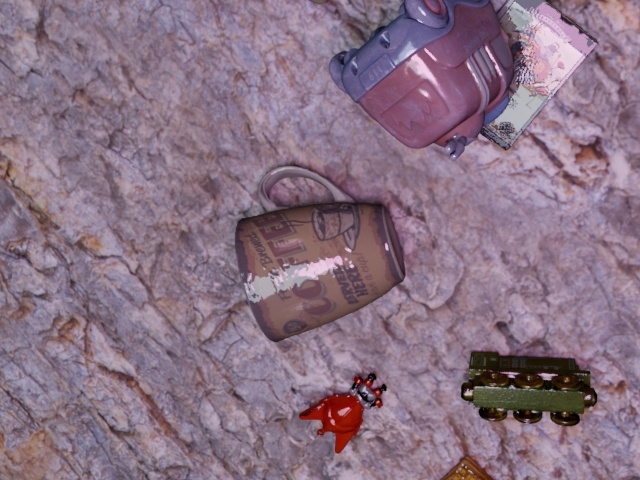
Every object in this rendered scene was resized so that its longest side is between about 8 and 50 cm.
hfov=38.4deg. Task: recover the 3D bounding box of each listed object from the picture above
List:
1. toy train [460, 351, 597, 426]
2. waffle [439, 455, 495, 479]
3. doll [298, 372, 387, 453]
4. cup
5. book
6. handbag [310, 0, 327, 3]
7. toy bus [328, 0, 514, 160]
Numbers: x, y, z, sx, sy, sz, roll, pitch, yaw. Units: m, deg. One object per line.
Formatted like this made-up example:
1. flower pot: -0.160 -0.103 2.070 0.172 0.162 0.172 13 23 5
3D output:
1. toy train: 0.358 0.252 1.588 0.226 0.137 0.090 2 109 12
2. waffle: 0.295 0.485 1.728 0.148 0.042 0.102 40 115 2
3. doll: 0.051 0.320 1.740 0.109 0.057 0.169 45 114 -4
4. cup: 0.000 0.000 1.602 0.257 0.227 0.301 -16 72 8
5. book: 0.312 -0.277 1.492 0.157 0.026 0.231 39 114 2
6. handbag: -0.119 -0.538 1.494 0.316 0.109 0.253 16 107 17
7. toy bus: 0.178 -0.256 1.392 0.197 0.294 0.231 -35 94 39
